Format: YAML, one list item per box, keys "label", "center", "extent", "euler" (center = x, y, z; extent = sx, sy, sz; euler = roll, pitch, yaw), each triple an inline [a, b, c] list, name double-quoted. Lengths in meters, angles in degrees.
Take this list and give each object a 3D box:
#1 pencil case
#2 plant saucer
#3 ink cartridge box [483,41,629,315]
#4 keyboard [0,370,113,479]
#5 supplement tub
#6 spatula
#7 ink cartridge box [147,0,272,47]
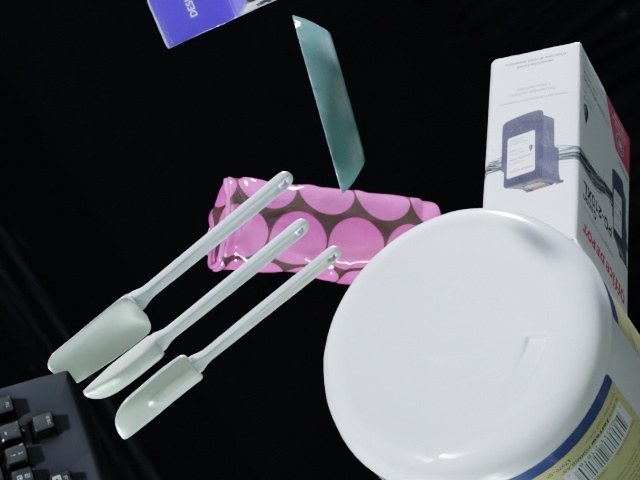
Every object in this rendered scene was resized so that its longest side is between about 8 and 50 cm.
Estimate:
- label: "pencil case"
  center: [0.000, 0.000, 1.405]
  extent: [0.209, 0.098, 0.095]
  euler: [9, -108, -19]
- label: "plant saucer"
  center: [0.008, -0.090, 1.024]
  extent: [0.119, 0.021, 0.119]
  euler: [-15, -90, -89]
- label: "ink cartridge box"
  center: [0.236, -0.045, 1.568]
  extent: [0.172, 0.100, 0.237]
  euler: [50, -142, -47]
- label: "keyboard"
  center: [-0.080, 0.183, 0.658]
  extent: [0.201, 0.033, 0.317]
  euler: [-13, -128, -16]
- label: "supplement tub"
  center: [0.164, 0.142, 1.272]
  extent: [0.316, 0.228, 0.228]
  euler: [48, -146, -49]
- label: "spatula"
  center: [-0.095, 0.053, 1.278]
  extent: [0.019, 0.242, 0.168]
  euler: [48, 174, 37]
- label: "ink cartridge box"
  center: [-0.041, -0.252, 0.968]
  extent: [0.045, 0.208, 0.206]
  euler: [8, -122, -85]
